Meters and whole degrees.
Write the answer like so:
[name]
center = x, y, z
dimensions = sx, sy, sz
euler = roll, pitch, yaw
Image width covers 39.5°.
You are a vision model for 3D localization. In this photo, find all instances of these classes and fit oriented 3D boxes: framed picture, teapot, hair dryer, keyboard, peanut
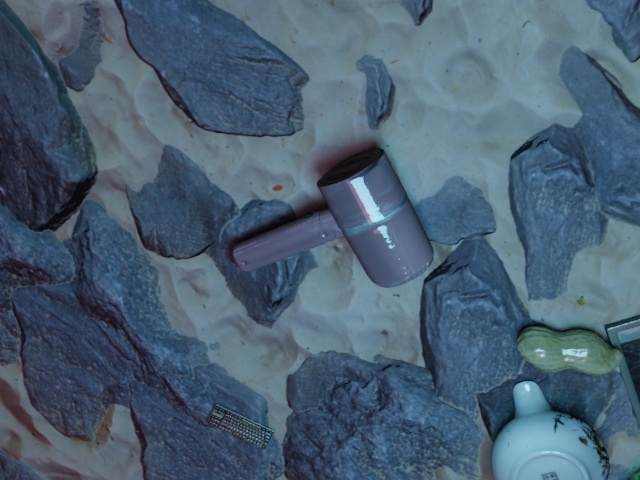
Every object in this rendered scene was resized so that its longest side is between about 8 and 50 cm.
[framed picture]
center = 0.650, 0.241, 1.601
dimensions = 0.209, 0.019, 0.281
euler = -20, 109, 15
[teapot]
center = 0.426, 0.421, 1.647
dimensions = 0.208, 0.166, 0.300
euler = -21, 116, 8
[hair dryer]
center = 0.000, 0.000, 1.543
dimensions = 0.352, 0.125, 0.210
euler = -20, 111, 25
[keyboard]
center = -0.157, 0.369, 1.760
dimensions = 0.129, 0.015, 0.049
euler = 26, 114, -4
[peanut]
center = 0.440, 0.197, 1.579
dimensions = 0.187, 0.082, 0.082
euler = 4, 113, 4

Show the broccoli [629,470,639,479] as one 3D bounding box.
[broccoli]
center = 0.676, 0.523, 1.621
dimensions = 0.294, 0.245, 0.265
euler = -29, 143, -5
